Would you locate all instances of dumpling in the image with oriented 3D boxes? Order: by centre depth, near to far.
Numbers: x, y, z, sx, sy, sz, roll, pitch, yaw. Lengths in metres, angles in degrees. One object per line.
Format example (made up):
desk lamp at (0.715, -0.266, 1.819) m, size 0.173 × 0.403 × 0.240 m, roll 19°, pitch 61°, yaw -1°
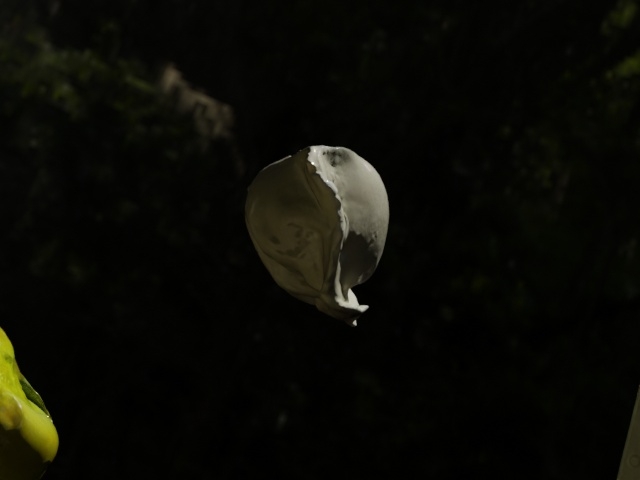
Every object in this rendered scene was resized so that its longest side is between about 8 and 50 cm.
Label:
dumpling at (0.000, 0.000, 1.387) m, size 0.108 × 0.127 × 0.188 m, roll -6°, pitch -20°, yaw -2°

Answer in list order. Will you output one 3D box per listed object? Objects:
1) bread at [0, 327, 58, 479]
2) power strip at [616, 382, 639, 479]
bread at (-0.303, 0.178, 0.976) m, size 0.166 × 0.383 × 0.112 m, roll 43°, pitch 10°, yaw 0°
power strip at (0.271, 0.150, 1.334) m, size 0.106 × 0.367 × 0.043 m, roll 15°, pitch 3°, yaw 41°
